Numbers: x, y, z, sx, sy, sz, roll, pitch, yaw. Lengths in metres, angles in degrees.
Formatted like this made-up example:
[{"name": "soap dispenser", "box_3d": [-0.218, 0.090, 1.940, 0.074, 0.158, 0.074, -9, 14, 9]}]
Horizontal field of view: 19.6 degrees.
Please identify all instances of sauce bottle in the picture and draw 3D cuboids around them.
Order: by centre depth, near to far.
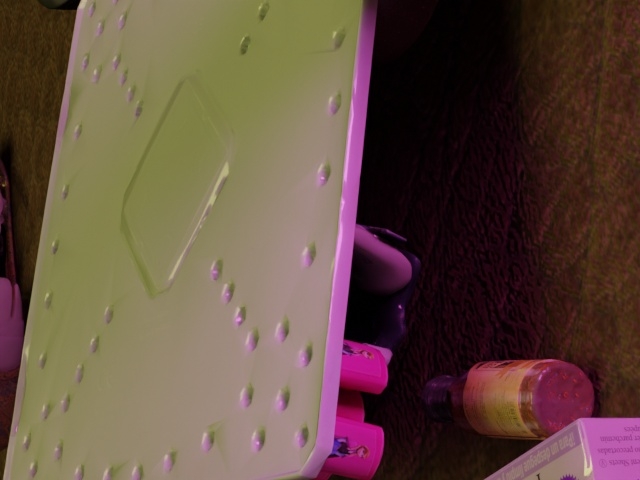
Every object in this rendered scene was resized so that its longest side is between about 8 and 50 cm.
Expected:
[{"name": "sauce bottle", "box_3d": [0.092, 0.082, 0.960, 0.128, 0.042, 0.042, -7, 82, 63]}]

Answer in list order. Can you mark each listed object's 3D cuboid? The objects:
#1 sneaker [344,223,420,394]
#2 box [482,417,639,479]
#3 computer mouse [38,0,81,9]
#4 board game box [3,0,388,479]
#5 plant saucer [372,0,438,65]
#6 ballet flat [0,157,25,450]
[{"name": "sneaker", "box_3d": [0.000, 0.000, 1.120, 0.153, 0.094, 0.235, -38, 42, 45]}, {"name": "box", "box_3d": [0.083, 0.171, 0.947, 0.324, 0.067, 0.063, -45, 49, 55]}, {"name": "computer mouse", "box_3d": [-0.148, -0.251, 1.489, 0.272, 0.072, 0.188, -8, 78, 53]}, {"name": "board game box", "box_3d": [-0.067, -0.028, 1.102, 0.390, 0.050, 0.390, -22, 57, 55]}, {"name": "plant saucer", "box_3d": [0.026, -0.207, 1.136, 0.198, 0.036, 0.198, -178, 90, -65]}, {"name": "ballet flat", "box_3d": [-0.347, 0.039, 1.848, 0.123, 0.123, 0.348, 123, 141, -48]}]
